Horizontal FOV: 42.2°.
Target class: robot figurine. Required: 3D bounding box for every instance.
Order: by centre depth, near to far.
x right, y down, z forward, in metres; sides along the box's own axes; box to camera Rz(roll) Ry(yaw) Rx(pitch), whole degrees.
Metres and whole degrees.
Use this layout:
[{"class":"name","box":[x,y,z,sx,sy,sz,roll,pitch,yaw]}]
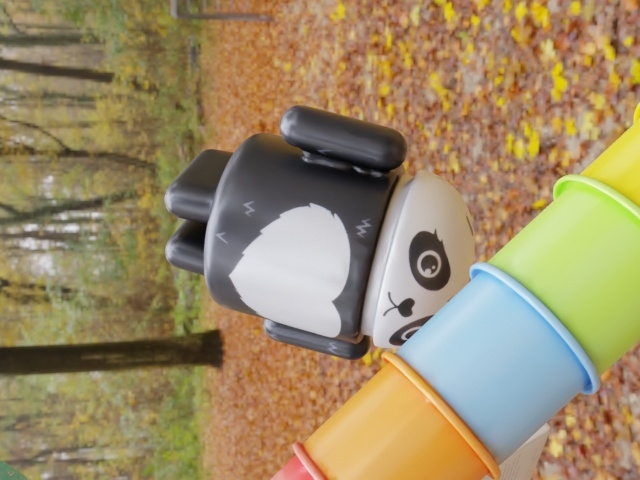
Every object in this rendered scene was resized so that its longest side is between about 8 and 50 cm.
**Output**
[{"class":"robot figurine","box":[0.000,0.000,0.758,0.209,0.278,0.173,73,-147,-71]}]

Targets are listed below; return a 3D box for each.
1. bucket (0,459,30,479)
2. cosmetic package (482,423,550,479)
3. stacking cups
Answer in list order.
[{"class":"bucket","box":[-0.501,0.321,0.993,0.281,0.281,0.183,111,-176,-62]},{"class":"cosmetic package","box":[0.109,0.241,0.817,0.085,0.231,0.117,45,142,38]},{"class":"stacking cups","box":[0.084,0.066,0.408,0.096,0.316,0.096,47,176,4]}]
